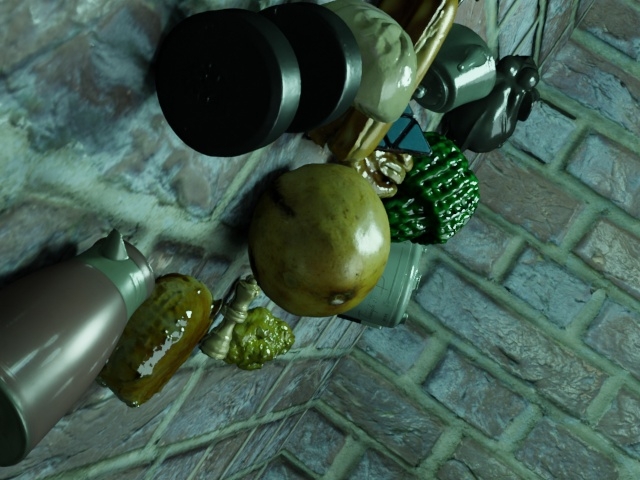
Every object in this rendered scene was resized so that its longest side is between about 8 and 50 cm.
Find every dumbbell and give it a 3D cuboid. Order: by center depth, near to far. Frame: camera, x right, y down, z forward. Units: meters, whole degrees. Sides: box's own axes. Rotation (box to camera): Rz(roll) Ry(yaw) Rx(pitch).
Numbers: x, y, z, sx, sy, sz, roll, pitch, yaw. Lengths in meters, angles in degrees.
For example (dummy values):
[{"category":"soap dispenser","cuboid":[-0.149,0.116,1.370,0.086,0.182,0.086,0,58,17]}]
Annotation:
[{"category":"dumbbell","cuboid":[-0.063,-0.181,1.024,0.218,0.152,0.152,-32,154,-60]}]

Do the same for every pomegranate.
[{"category":"pomegranate","cuboid":[0.000,0.000,1.536,0.260,0.260,0.260,-51,167,-17]}]

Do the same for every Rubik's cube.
[{"category":"Rubik's cube","cuboid":[0.082,-0.240,1.609,0.190,0.211,0.178,-165,-96,-82]}]

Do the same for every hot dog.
[{"category":"hot dog","cuboid":[0.108,-0.276,1.445,0.100,0.135,0.337,24,100,-53]}]

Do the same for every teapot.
[{"category":"teapot","cuboid":[0.227,-0.312,1.801,0.149,0.162,0.239,-38,-170,-29]}]

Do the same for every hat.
[{"category":"hat","cuboid":[0.145,-0.063,1.929,0.332,0.242,0.274,-33,177,-18]}]

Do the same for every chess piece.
[{"category":"chess piece","cuboid":[-0.162,0.136,1.708,0.172,0.060,0.060,-60,167,12]}]

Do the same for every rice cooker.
[{"category":"rice cooker","cuboid":[0.111,0.075,2.160,0.280,0.227,0.241,-68,174,-79]}]

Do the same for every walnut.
[{"category":"walnut","cuboid":[0.098,-0.154,1.777,0.170,0.069,0.143,35,89,-42]}]

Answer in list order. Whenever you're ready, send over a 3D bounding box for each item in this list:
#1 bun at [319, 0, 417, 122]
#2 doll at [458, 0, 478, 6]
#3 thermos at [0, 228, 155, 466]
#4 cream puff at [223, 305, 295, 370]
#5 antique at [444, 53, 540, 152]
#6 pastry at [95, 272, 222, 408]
[{"category":"bun","cuboid":[0.056,-0.243,1.240,0.128,0.178,0.193,-58,165,5]},{"category":"doll","cuboid":[0.272,-0.501,1.663,0.139,0.057,0.165,-32,145,-56]},{"category":"thermos","cuboid":[-0.284,0.105,0.984,0.265,0.146,0.176,-49,161,-51]},{"category":"cream puff","cuboid":[-0.126,0.209,1.885,0.146,0.116,0.146,-54,171,-13]},{"category":"antique","cuboid":[0.459,-0.350,2.440,0.322,0.185,0.255,-53,169,6]},{"category":"pastry","cuboid":[-0.243,0.148,1.330,0.218,0.100,0.229,-55,173,17]}]
